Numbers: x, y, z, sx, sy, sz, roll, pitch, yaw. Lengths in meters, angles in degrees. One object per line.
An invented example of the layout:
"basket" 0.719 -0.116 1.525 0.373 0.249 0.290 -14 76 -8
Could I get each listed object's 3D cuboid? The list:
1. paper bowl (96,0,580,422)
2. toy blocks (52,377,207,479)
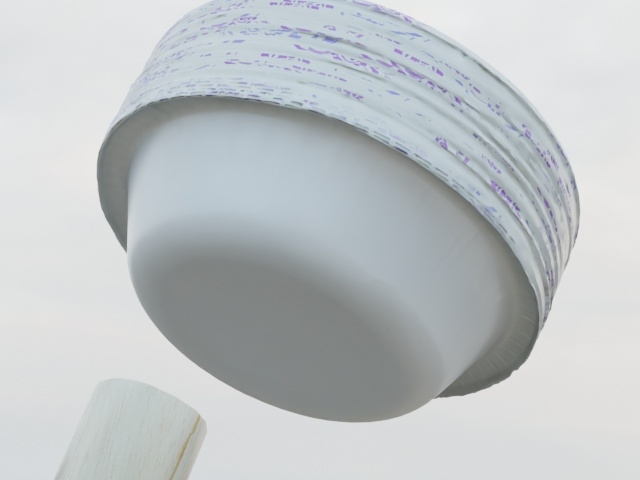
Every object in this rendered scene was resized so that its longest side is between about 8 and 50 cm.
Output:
"paper bowl" 0.000 0.000 1.075 0.284 0.148 0.284 17 -33 11
"toy blocks" -0.215 0.181 0.664 0.308 0.260 0.289 17 -27 8
